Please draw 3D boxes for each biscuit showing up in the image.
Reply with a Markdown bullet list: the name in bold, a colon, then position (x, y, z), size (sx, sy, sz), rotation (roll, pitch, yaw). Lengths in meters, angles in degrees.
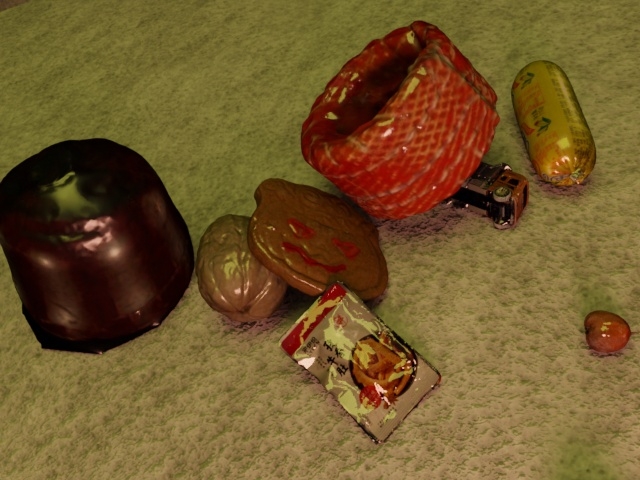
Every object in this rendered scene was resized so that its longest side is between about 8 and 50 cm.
- **biscuit**: position (0.001, -0.001, 1.337), size (0.273, 0.049, 0.257), rotation (23, 41, -18)

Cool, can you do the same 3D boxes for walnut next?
- **walnut**: position (-0.144, 0.045, 1.356), size (0.178, 0.178, 0.230), rotation (-17, 47, 1)

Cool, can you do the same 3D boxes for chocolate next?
- **chocolate**: position (-0.453, -0.019, 1.401), size (0.383, 0.331, 0.384), rotation (-9, 50, 10)

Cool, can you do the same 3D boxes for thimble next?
- **thimble**: position (0.145, -0.215, 1.382), size (0.350, 0.230, 0.350), rotation (-35, 34, 28)

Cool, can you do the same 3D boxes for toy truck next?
- **toy truck**: position (0.303, -0.102, 1.415), size (0.192, 0.083, 0.092), rotation (25, 55, 33)

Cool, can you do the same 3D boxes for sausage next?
- **sausage**: position (0.455, -0.237, 1.462), size (0.123, 0.123, 0.347), rotation (-10, 48, 8)

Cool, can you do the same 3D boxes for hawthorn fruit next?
- **hawthorn fruit**: position (0.470, 0.144, 1.169), size (0.103, 0.067, 0.067), rotation (2, 49, 2)

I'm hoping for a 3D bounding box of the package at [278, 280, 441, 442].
- **package**: position (0.061, 0.195, 1.204), size (0.239, 0.030, 0.154), rotation (42, 78, 15)
